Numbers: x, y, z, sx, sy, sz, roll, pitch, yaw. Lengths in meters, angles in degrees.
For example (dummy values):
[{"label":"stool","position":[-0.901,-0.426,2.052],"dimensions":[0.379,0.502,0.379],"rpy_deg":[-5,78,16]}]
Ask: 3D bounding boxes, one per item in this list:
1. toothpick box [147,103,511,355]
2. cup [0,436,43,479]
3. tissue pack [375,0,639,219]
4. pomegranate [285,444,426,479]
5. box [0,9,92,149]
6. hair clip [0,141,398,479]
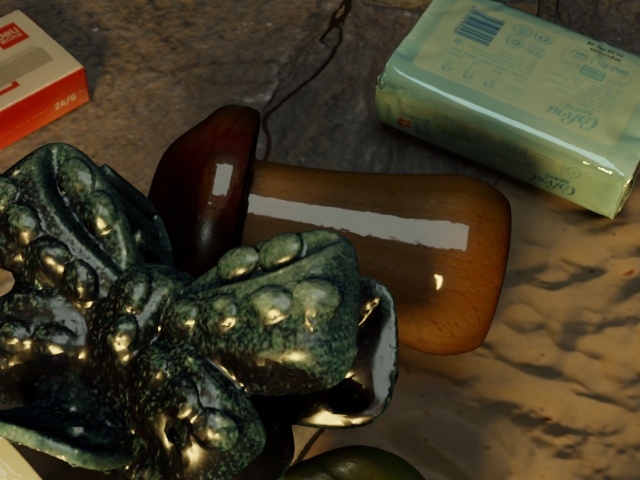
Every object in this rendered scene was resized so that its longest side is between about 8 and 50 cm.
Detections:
[{"label":"toothpick box","position":[0.000,0.000,0.953],"dimensions":[0.294,0.192,0.192],"rpy_deg":[12,51,-1]},{"label":"cup","position":[-0.263,0.225,0.739],"dimensions":[0.202,0.167,0.221],"rpy_deg":[-40,18,-26]},{"label":"tissue pack","position":[0.205,-0.142,1.139],"dimensions":[0.263,0.089,0.177],"rpy_deg":[25,55,14]},{"label":"pomegranate","position":[0.026,0.242,0.792],"dimensions":[0.152,0.131,0.191],"rpy_deg":[-15,75,-35]},{"label":"box","position":[-0.355,-0.136,1.124],"dimensions":[0.229,0.050,0.123],"rpy_deg":[-34,60,-27]},{"label":"hair clip","position":[-0.112,0.067,0.764],"dimensions":[0.310,0.194,0.206],"rpy_deg":[18,79,27]}]
